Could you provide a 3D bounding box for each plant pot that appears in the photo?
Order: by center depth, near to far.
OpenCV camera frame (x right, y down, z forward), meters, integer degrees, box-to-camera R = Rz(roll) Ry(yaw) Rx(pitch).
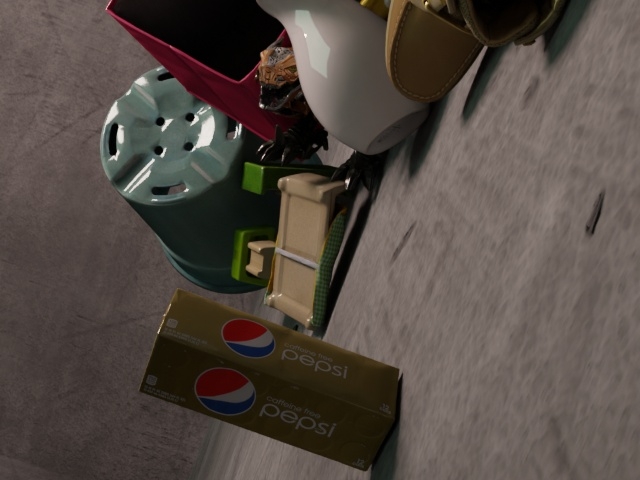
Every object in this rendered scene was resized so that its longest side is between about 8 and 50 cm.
[{"bbox_3d":[-0.187,-0.118,1.654,0.334,0.341,0.341,53,-127,-65],"label":"plant pot"}]

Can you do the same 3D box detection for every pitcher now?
[{"bbox_3d":[0.039,-0.200,1.063,0.125,0.207,0.178,-38,-14,25],"label":"pitcher"}]

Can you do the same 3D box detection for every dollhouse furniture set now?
[{"bbox_3d":[0.000,0.000,1.392,0.301,0.151,0.197,22,108,62],"label":"dollhouse furniture set"}]

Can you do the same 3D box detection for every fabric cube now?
[{"bbox_3d":[-0.086,-0.310,1.363,0.254,0.259,0.258,-55,-25,-6],"label":"fabric cube"}]

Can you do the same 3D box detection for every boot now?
[{"bbox_3d":[0.115,-0.183,0.731,0.203,0.095,0.262,-79,14,-53],"label":"boot"}]

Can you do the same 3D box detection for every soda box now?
[{"bbox_3d":[-0.036,0.103,0.717,0.058,0.181,0.061,-78,9,-57],"label":"soda box"}]

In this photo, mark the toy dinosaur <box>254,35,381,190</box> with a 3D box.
[{"bbox_3d":[0.029,-0.193,1.237,0.164,0.322,0.218,32,122,44],"label":"toy dinosaur"}]

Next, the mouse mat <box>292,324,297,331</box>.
[{"bbox_3d":[-0.078,0.236,1.654,0.189,0.007,0.152,118,170,-64],"label":"mouse mat"}]

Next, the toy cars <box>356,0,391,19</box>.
[{"bbox_3d":[0.128,-0.319,1.135,0.176,0.087,0.393,-55,11,5],"label":"toy cars"}]
